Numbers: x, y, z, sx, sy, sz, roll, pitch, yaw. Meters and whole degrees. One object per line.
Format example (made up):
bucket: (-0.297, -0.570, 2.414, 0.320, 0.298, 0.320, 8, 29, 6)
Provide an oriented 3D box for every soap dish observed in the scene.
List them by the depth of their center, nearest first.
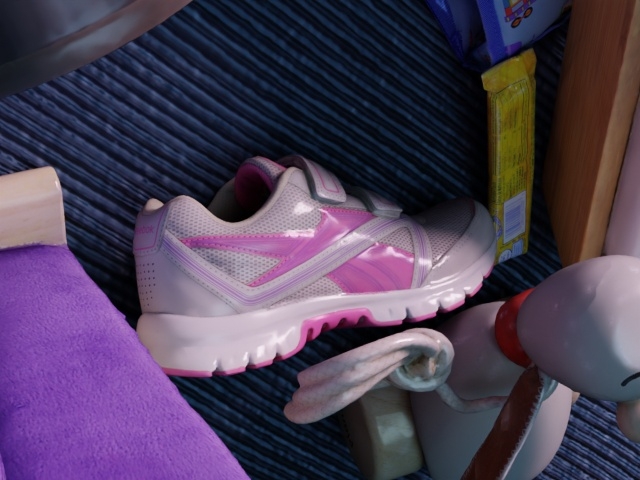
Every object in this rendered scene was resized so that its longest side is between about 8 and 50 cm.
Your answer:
soap dish: (0.251, -0.112, 0.939, 0.229, 0.118, 0.291, -21, 143, -19)

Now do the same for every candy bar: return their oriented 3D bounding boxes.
candy bar: (0.117, -0.045, 0.977, 0.040, 0.018, 0.161, -27, 136, -24)

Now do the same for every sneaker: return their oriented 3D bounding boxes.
sneaker: (0.000, 0.000, 0.907, 0.252, 0.103, 0.111, -15, 96, -36)

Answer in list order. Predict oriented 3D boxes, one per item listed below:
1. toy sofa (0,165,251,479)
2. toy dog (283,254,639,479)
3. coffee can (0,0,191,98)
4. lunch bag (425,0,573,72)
toy sofa: (-0.137, 0.069, 0.709, 0.150, 0.362, 0.177, -13, 119, -23)
toy dog: (0.118, 0.112, 0.894, 0.220, 0.334, 0.161, -22, 85, 5)
coffee can: (-0.173, -0.222, 0.674, 0.201, 0.201, 0.275, -32, 120, -14)
lunch bag: (0.136, -0.242, 0.886, 0.221, 0.138, 0.293, -42, 133, -10)
